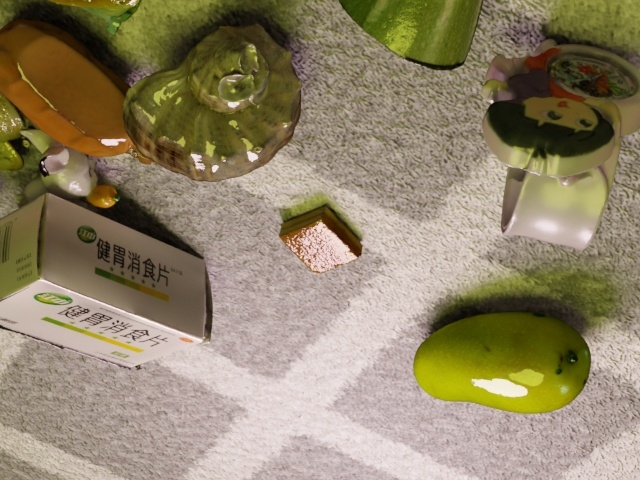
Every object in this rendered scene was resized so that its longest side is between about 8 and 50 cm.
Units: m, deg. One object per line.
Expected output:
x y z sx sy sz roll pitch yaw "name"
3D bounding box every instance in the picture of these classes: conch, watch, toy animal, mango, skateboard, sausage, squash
-0.125 -0.148 1.712 0.159 0.210 0.291 54 157 23 "conch"
0.268 -0.096 1.602 0.196 0.244 0.231 14 132 1 "watch"
-0.368 -0.085 1.908 0.131 0.127 0.181 55 139 15 "toy animal"
0.262 0.182 2.000 0.293 0.143 0.175 -8 141 40 "mango"
-0.403 -0.173 1.900 0.064 0.032 0.083 -6 137 10 "skateboard"
-0.336 -0.197 1.778 0.241 0.120 0.136 39 167 -21 "sausage"
0.112 -0.285 1.518 0.170 0.170 0.122 22 122 -6 "squash"

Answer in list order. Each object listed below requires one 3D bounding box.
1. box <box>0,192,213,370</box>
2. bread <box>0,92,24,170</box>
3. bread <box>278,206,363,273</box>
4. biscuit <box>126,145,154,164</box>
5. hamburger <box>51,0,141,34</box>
-0.334 0.071 1.988 0.173 0.145 0.333 -22 147 37 "box"
-0.479 -0.155 1.893 0.149 0.065 0.187 4 136 32 "bread"
0.000 0.000 1.953 0.090 0.035 0.094 -21 127 34 "bread"
-0.242 -0.139 1.893 0.082 0.016 0.092 18 141 -2 "biscuit"
-0.271 -0.343 1.587 0.214 0.125 0.235 20 126 11 "hamburger"
